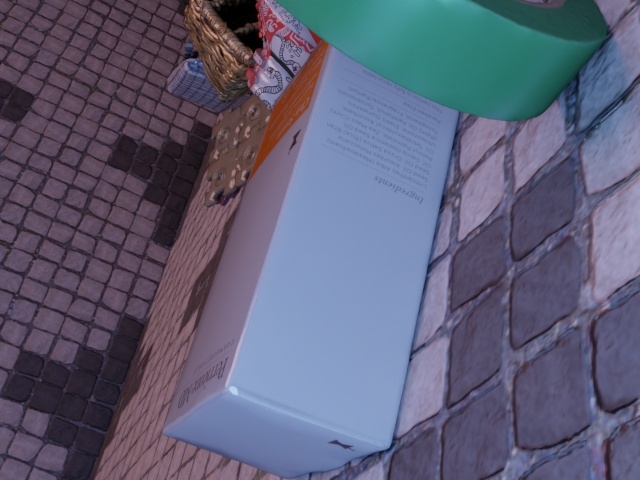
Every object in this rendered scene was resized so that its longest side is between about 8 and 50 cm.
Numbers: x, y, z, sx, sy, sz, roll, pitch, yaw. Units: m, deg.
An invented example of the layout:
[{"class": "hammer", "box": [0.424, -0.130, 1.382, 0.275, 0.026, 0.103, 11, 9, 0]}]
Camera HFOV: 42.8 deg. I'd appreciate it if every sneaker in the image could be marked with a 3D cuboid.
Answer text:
[{"class": "sneaker", "box": [-0.060, -0.283, 1.086, 0.145, 0.270, 0.090, -34, -7, 29]}]

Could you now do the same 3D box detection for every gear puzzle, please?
[{"class": "gear puzzle", "box": [-0.055, -0.175, 1.214, 0.339, 0.044, 0.175, -28, 50, 41]}]

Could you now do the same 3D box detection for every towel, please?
[{"class": "towel", "box": [-0.133, -0.303, 1.546, 0.235, 0.284, 0.121, 174, 114, -73]}]

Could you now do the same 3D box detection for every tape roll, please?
[{"class": "tape roll", "box": [0.075, -0.228, 0.656, 0.077, 0.321, 0.321, -55, 18, 35]}]

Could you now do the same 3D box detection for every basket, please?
[{"class": "basket", "box": [-0.054, -0.386, 1.327, 0.299, 0.213, 0.223, -24, 2, -19]}]

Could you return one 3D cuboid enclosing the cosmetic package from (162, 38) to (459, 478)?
[{"class": "cosmetic package", "box": [0.000, 0.000, 0.874, 0.230, 0.162, 0.453, -42, 28, 57]}]
